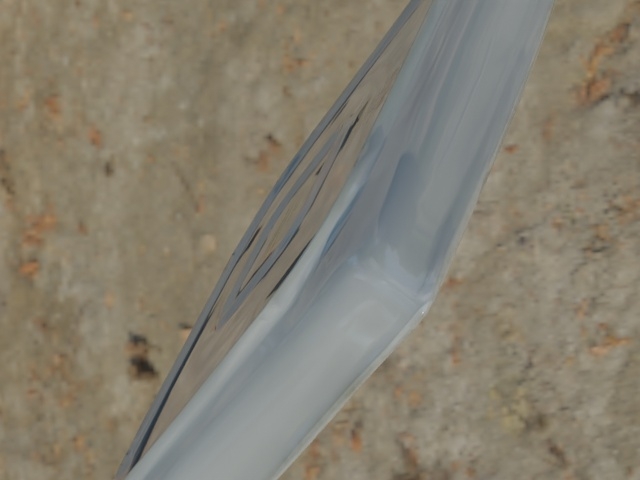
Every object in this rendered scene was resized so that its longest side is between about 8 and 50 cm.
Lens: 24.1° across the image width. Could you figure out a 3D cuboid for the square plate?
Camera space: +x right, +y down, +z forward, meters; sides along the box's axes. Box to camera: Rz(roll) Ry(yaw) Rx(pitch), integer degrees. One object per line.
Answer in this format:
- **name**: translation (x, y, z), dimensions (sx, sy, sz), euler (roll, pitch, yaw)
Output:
- **square plate**: translation (0.000, 0.000, 0.767), dimensions (0.049, 0.347, 0.344), euler (32, 135, -7)
